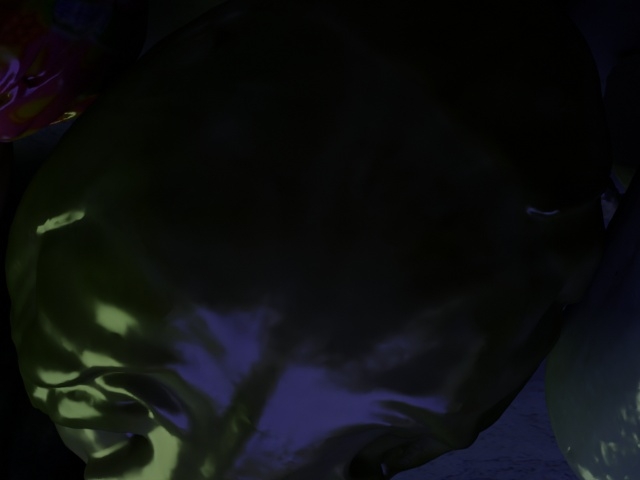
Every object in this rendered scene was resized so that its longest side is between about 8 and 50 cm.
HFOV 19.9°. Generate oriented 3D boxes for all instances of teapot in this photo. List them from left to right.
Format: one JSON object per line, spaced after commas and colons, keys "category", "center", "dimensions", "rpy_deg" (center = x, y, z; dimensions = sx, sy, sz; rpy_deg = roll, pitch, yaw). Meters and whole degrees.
{"category": "teapot", "center": [0.206, -0.033, 1.063], "dimensions": [0.107, 0.077, 0.200], "rpy_deg": [-2, 158, 22]}

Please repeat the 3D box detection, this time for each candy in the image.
{"category": "candy", "center": [-0.222, -0.019, 0.885], "dimensions": [0.365, 0.124, 0.124], "rpy_deg": [-49, 139, 11]}

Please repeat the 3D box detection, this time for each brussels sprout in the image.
{"category": "brussels sprout", "center": [0.000, 0.000, 0.876], "dimensions": [0.328, 0.247, 0.328], "rpy_deg": [-39, 169, -9]}

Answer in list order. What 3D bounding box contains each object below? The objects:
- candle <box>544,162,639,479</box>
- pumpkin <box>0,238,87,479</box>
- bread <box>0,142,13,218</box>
{"category": "candle", "center": [0.234, 0.033, 0.880], "dimensions": [0.221, 0.221, 0.342], "rpy_deg": [6, 142, -8]}
{"category": "pumpkin", "center": [-0.194, 0.164, 1.249], "dimensions": [0.454, 0.344, 0.454], "rpy_deg": [15, 173, 2]}
{"category": "bread", "center": [-0.289, -0.047, 1.016], "dimensions": [0.260, 0.158, 0.156], "rpy_deg": [2, 169, 2]}
